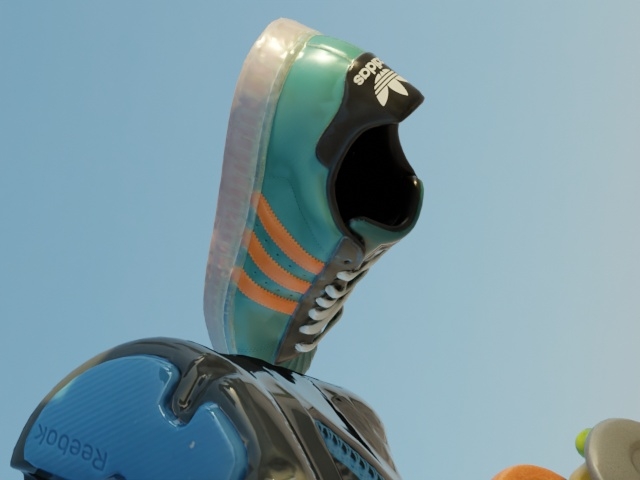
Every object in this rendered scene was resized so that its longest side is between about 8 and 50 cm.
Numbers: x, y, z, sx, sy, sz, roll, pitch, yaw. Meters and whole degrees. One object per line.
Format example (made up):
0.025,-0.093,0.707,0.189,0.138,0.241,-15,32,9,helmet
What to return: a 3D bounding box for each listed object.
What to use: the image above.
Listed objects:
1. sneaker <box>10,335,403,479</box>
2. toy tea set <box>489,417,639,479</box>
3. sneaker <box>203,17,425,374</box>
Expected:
0.032,0.183,0.547,0.139,0.125,0.341,8,-122,-61,sneaker
0.184,0.262,1.091,0.200,0.336,0.124,-2,-42,-39,toy tea set
0.000,0.000,1.285,0.108,0.121,0.302,-46,-28,-42,sneaker
